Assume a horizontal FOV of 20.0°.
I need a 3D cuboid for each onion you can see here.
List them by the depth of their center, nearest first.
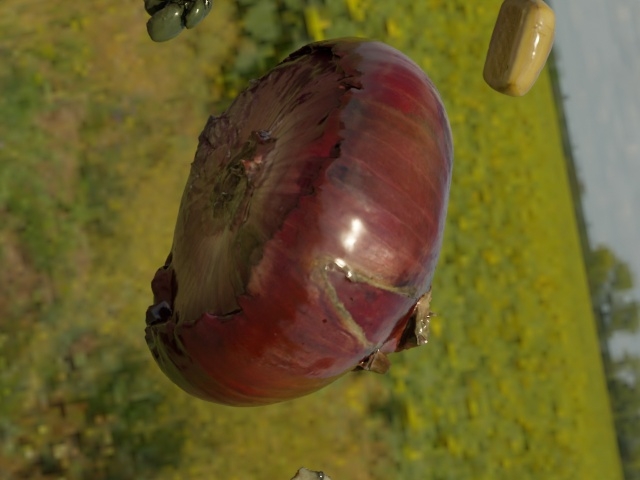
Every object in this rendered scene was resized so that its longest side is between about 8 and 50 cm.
[{"bbox_3d":[-0.009,-0.007,1.127,0.161,0.248,0.248,34,38,-39],"label":"onion"}]

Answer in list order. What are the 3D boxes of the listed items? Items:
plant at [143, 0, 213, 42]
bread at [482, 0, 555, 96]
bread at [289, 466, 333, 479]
[{"bbox_3d":[-0.090,-0.244,1.624,0.087,0.174,0.085,51,5,-48],"label":"plant"},{"bbox_3d":[0.230,-0.218,2.055,0.082,0.056,0.115,18,-86,61],"label":"bread"},{"bbox_3d":[0.022,0.197,1.085,0.154,0.028,0.068,42,61,-42],"label":"bread"}]
